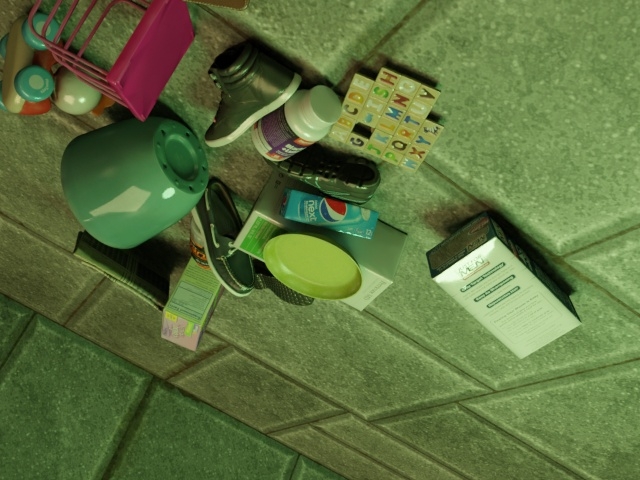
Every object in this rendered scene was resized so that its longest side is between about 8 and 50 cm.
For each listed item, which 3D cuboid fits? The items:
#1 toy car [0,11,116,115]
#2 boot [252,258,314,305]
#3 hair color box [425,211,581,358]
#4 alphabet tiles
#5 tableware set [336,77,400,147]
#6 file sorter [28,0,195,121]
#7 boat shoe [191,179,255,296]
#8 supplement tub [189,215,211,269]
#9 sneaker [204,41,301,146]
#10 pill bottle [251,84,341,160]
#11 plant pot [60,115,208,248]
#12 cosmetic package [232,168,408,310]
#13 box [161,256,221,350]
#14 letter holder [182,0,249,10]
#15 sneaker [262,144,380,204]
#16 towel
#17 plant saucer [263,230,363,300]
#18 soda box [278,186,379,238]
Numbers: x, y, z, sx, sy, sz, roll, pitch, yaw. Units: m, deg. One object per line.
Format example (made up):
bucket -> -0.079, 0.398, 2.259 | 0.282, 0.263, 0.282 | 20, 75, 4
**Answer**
toy car -> -0.562, -0.362, 1.606 | 0.238, 0.210, 0.219 | 9, 176, -37
boot -> -0.082, 0.070, 1.916 | 0.247, 0.161, 0.083 | 18, 138, 35
hair color box -> 0.417, 0.108, 1.664 | 0.174, 0.105, 0.347 | -37, 120, 23
alphabet tiles -> 0.137, -0.237, 1.430 | 0.198, 0.009, 0.237 | 23, 148, -3
tableware set -> 0.110, -0.256, 1.443 | 0.169, 0.020, 0.141 | 26, 149, -7
file sorter -> -0.363, -0.370, 1.303 | 0.182, 0.202, 0.291 | 29, 175, -3
boat shoe -> -0.236, -0.007, 1.842 | 0.091, 0.114, 0.302 | -33, 83, 42
supplement tub -> -0.298, -0.003, 1.999 | 0.117, 0.117, 0.190 | 21, 149, 3
sneaker -> -0.182, -0.301, 1.491 | 0.147, 0.104, 0.296 | 40, 139, -23
pill bottle -> -0.047, -0.240, 1.481 | 0.108, 0.108, 0.194 | 38, 147, -23
plant pot -> -0.403, -0.153, 1.695 | 0.235, 0.293, 0.293 | -19, 131, 27
cosmetic package -> 0.000, 0.000, 1.778 | 0.366, 0.155, 0.197 | 28, 145, -6
box -> -0.369, 0.171, 2.190 | 0.117, 0.242, 0.213 | 24, 148, -1
letter holder -> -0.108, -0.504, 1.081 | 0.215, 0.152, 0.301 | 14, 148, 10
sneaker -> -0.005, -0.143, 1.613 | 0.268, 0.101, 0.106 | 20, 151, 5
towel -> -0.598, 0.082, 2.215 | 0.324, 0.056, 0.312 | 37, -173, -18
plant saucer -> -0.013, 0.052, 1.687 | 0.241, 0.037, 0.241 | 14, 144, 10
soda box -> 0.019, -0.061, 1.644 | 0.210, 0.067, 0.071 | 13, -176, -15
